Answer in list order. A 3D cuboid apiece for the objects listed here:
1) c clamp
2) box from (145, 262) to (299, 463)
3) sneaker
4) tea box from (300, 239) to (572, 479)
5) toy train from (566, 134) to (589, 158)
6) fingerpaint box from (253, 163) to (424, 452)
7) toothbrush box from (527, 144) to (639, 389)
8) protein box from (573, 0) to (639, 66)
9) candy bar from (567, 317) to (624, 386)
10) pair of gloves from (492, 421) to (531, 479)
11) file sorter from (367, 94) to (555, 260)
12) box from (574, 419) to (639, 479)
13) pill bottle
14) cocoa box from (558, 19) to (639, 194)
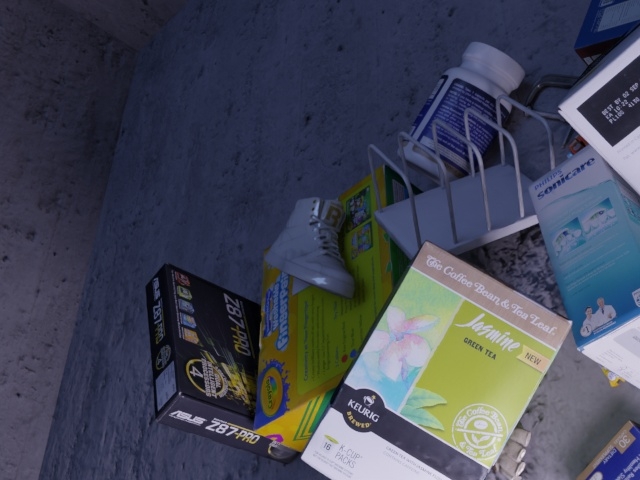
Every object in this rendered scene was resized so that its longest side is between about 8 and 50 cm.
[{"bbox_3d":[0.429,-0.250,1.574,0.137,0.022,0.160,-58,33,3],"label":"c clamp"},{"bbox_3d":[-0.201,0.252,1.772,0.097,0.318,0.395,-47,33,21],"label":"box"},{"bbox_3d":[0.000,0.000,1.586,0.292,0.108,0.169,25,88,59],"label":"sneaker"},{"bbox_3d":[0.155,0.197,1.200,0.324,0.219,0.329,-61,-7,-1],"label":"tea box"},{"bbox_3d":[0.480,-0.176,1.413,0.166,0.046,0.125,-45,37,31],"label":"toy train"},{"bbox_3d":[0.055,0.137,1.652,0.371,0.163,0.445,-35,39,33],"label":"fingerpaint box"},{"bbox_3d":[0.424,0.042,1.168,0.126,0.216,0.296,-38,37,30],"label":"toothbrush box"},{"bbox_3d":[0.552,-0.363,1.364,0.201,0.136,0.200,-5,54,52],"label":"protein box"},{"bbox_3d":[0.416,0.153,1.275,0.040,0.018,0.161,-49,34,23],"label":"candy bar"},{"bbox_3d":[0.228,0.370,1.342,0.204,0.042,0.240,13,76,55],"label":"pair of gloves"},{"bbox_3d":[0.240,-0.111,1.460,0.277,0.173,0.193,-21,32,-10],"label":"file sorter"},{"bbox_3d":[0.427,0.353,1.086,0.136,0.036,0.225,-53,34,11],"label":"box"},{"bbox_3d":[0.277,-0.241,1.655,0.265,0.153,0.153,-59,32,2],"label":"pill bottle"},{"bbox_3d":[0.535,-0.235,1.119,0.347,0.231,0.228,-43,0,36],"label":"cocoa box"}]
